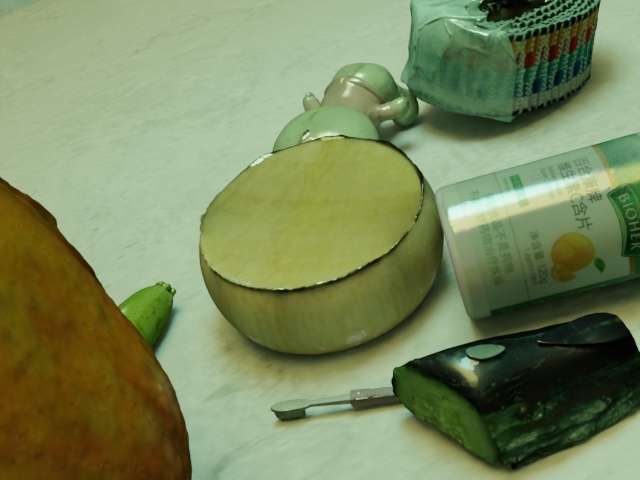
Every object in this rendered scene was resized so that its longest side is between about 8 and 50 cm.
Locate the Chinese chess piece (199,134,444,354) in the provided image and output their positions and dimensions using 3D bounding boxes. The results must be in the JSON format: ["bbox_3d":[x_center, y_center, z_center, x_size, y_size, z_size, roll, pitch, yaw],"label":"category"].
[{"bbox_3d":[0.000,0.000,0.958,0.257,0.104,0.257,-11,39,9],"label":"Chinese chess piece"}]

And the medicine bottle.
[{"bbox_3d":[0.253,-0.022,0.848,0.274,0.133,0.133,-16,33,7],"label":"medicine bottle"}]

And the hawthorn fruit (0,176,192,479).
[{"bbox_3d":[-0.321,0.135,0.648,0.472,0.471,0.471,-14,33,10],"label":"hawthorn fruit"}]

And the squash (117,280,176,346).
[{"bbox_3d":[-0.212,0.111,0.974,0.066,0.066,0.201,-1,34,28],"label":"squash"}]

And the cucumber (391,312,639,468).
[{"bbox_3d":[0.163,0.112,0.746,0.193,0.085,0.115,-14,36,-7],"label":"cucumber"}]

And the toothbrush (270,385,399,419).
[{"bbox_3d":[0.048,0.142,0.825,0.194,0.017,0.014,-11,37,14],"label":"toothbrush"}]

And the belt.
[{"bbox_3d":[0.229,-0.260,1.175,0.258,0.150,0.207,-19,39,-18],"label":"belt"}]

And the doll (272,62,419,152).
[{"bbox_3d":[0.020,-0.139,1.165,0.155,0.113,0.275,9,42,33],"label":"doll"}]
